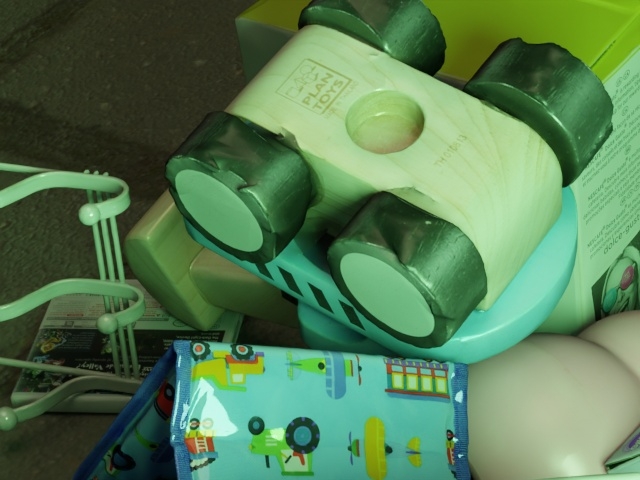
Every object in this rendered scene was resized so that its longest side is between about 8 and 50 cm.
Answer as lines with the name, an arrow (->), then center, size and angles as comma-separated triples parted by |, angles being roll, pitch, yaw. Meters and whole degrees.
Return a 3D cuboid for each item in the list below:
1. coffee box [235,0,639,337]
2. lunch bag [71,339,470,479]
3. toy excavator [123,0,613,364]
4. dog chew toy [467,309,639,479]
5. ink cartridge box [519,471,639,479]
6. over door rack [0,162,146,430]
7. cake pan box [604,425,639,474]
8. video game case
coffee box -> 0.175, -0.105, 1.721 | 0.338, 0.334, 0.338 | 20, 46, 33
lunch bag -> -0.051, 0.180, 1.423 | 0.221, 0.293, 0.138 | 6, 69, -22
toy excavator -> 0.000, 0.000, 1.554 | 0.433, 0.445, 0.222 | 28, 62, 23
dog chew toy -> 0.239, 0.146, 1.497 | 0.332, 0.206, 0.206 | -19, 37, -26
ink cartridge box -> 0.018, 0.285, 1.253 | 0.395, 0.285, 0.166 | -5, 61, 7
over door rack -> -0.301, 0.035, 1.683 | 0.324, 0.239, 0.108 | 15, 37, 27
cake pan box -> 0.361, 0.180, 1.400 | 0.267, 0.070, 0.245 | -38, 89, -34
video game case -> -0.173, 0.096, 1.791 | 0.190, 0.022, 0.173 | 0, 37, 11
